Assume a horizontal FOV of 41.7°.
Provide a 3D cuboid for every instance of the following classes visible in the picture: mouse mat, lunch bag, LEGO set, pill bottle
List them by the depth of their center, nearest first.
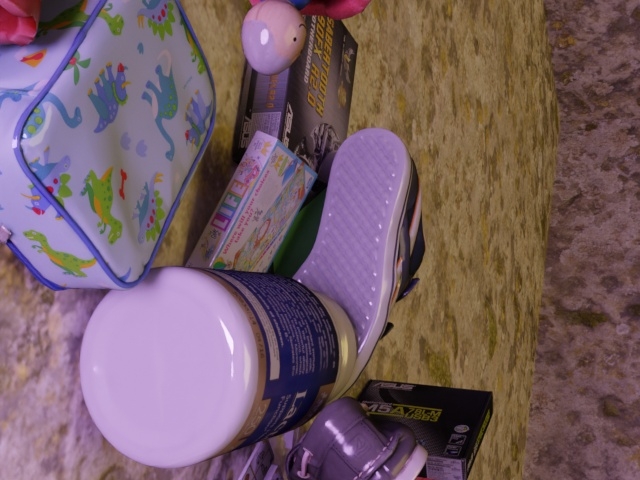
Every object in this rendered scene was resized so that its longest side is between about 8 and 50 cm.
[{"bbox_3d":[-0.159,-0.081,0.604,0.176,0.090,0.218,64,35,-46],"label":"lunch bag"},{"bbox_3d":[-0.071,0.102,0.739,0.265,0.153,0.153,8,83,-67],"label":"pill bottle"},{"bbox_3d":[-0.044,0.228,0.976,0.182,0.060,0.244,77,32,-44],"label":"LEGO set"},{"bbox_3d":[0.000,0.000,0.992,0.190,0.007,0.152,-45,147,-38],"label":"mouse mat"}]

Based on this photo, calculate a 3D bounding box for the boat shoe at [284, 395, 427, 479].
[{"bbox_3d":[0.016,0.207,0.836,0.112,0.095,0.335,-44,176,-18],"label":"boat shoe"}]

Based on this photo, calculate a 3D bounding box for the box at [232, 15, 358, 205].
[{"bbox_3d":[-0.022,-0.166,0.970,0.183,0.056,0.230,38,57,-62],"label":"box"}]

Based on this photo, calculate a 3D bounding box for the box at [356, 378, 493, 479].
[{"bbox_3d":[0.131,0.261,1.180,0.184,0.191,0.045,-44,131,-59],"label":"box"}]

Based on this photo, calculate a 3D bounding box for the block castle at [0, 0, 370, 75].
[{"bbox_3d":[-0.177,-0.226,0.286,0.453,0.303,0.212,37,57,-61],"label":"block castle"}]

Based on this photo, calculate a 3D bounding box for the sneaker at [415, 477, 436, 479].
[{"bbox_3d":[0.191,0.450,1.399,0.116,0.136,0.313,68,31,-44],"label":"sneaker"}]

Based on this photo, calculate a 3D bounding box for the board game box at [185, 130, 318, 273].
[{"bbox_3d":[-0.066,-0.020,0.835,0.154,0.026,0.103,-62,153,-4],"label":"board game box"}]

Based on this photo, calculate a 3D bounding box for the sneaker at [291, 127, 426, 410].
[{"bbox_3d":[0.042,0.045,0.937,0.127,0.126,0.321,41,67,-61],"label":"sneaker"}]
